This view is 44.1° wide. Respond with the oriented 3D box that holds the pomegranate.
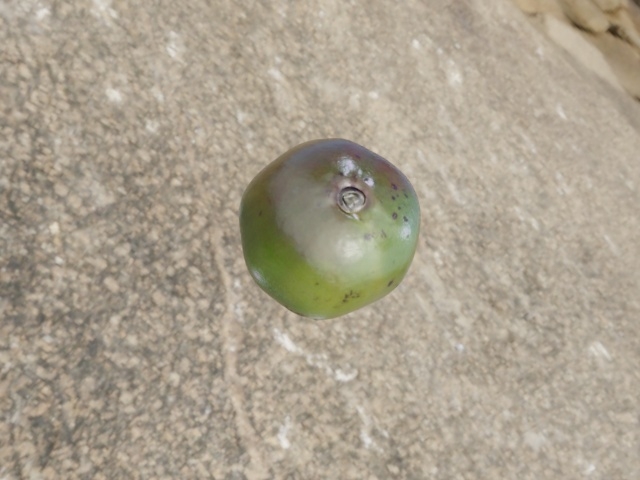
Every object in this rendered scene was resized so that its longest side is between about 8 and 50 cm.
[{"bbox_3d":[0.000,0.000,0.782,0.180,0.209,0.180,9,61,-17],"label":"pomegranate"}]
